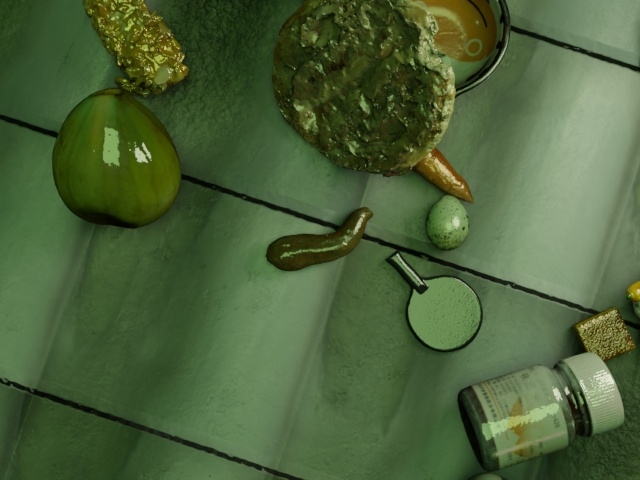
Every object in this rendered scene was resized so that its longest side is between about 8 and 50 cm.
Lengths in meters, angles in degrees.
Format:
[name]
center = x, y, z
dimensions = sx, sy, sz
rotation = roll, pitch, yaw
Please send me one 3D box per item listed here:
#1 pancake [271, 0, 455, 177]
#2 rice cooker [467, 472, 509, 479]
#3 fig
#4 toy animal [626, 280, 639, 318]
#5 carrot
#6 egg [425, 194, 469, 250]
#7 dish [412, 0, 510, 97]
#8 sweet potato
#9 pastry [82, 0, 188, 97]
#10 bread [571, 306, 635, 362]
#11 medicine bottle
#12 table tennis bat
[pancake]
center = 0.083, -0.298, 1.556
dimensions = 0.382, 0.071, 0.382
rotation = 14, 120, 26
[rice cooker]
center = 0.348, 0.593, 1.497
dimensions = 0.277, 0.288, 0.288
rotation = 28, 87, 1
[fig]
center = -0.377, -0.158, 1.548
dimensions = 0.239, 0.239, 0.271
rotation = 10, 128, 1
[toy animal]
center = 0.656, 0.128, 1.601
dimensions = 0.127, 0.131, 0.181
rotation = 35, 97, 23
[carrot]
center = 0.229, -0.144, 1.640
dimensions = 0.205, 0.072, 0.072
rotation = 41, 87, 2
[egg]
center = 0.249, -0.034, 1.625
dimensions = 0.085, 0.085, 0.110
rotation = -3, 81, 0
[dish]
center = 0.226, -0.396, 1.625
dimensions = 0.303, 0.120, 0.303
rotation = 0, 85, 6
[sweet potato]
center = 0.004, 0.005, 1.637
dimensions = 0.233, 0.062, 0.081
rotation = -20, 85, -4
[pastry]
center = -0.366, -0.389, 1.638
dimensions = 0.154, 0.102, 0.250
rotation = -28, 87, -1
[bread]
center = 0.559, 0.189, 1.636
dimensions = 0.094, 0.035, 0.090
rotation = -24, 86, -1
[medicine bottle]
center = 0.411, 0.320, 1.563
dimensions = 0.273, 0.165, 0.165
rotation = -18, 87, 0
[table tennis bat]
center = 0.219, 0.115, 1.646
dimensions = 0.150, 0.027, 0.236
rotation = -42, 89, -2
